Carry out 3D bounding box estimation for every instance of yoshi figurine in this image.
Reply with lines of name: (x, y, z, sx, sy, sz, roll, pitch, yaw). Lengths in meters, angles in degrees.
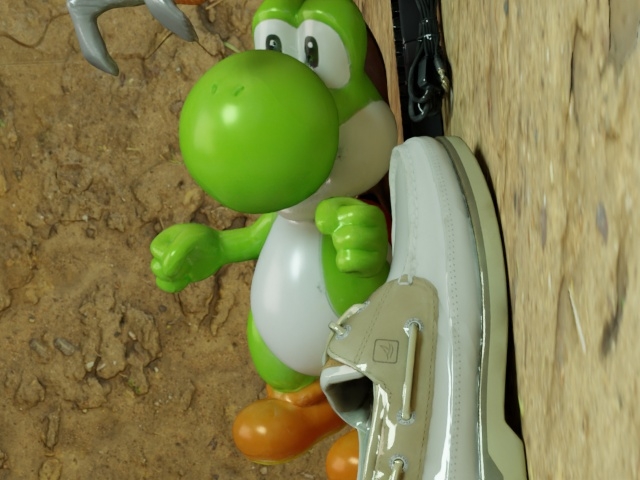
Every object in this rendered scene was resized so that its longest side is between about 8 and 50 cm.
yoshi figurine: (-0.024, 0.007, 0.987, 0.203, 0.204, 0.362, -108, 12, -72)

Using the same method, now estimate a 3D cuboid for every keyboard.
keyboard: (0.073, -0.137, 1.073, 0.201, 0.033, 0.317, 90, 176, -60)

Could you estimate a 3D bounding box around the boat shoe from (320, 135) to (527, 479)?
boat shoe: (0.051, 0.070, 0.777, 0.113, 0.103, 0.302, 90, 177, -59)

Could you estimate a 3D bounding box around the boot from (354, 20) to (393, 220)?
boot: (0.022, -0.078, 1.220, 0.280, 0.096, 0.264, -91, -9, -68)

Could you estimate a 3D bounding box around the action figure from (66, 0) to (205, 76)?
action figure: (-0.036, -0.277, 0.920, 0.330, 0.178, 0.341, -53, 5, -15)
